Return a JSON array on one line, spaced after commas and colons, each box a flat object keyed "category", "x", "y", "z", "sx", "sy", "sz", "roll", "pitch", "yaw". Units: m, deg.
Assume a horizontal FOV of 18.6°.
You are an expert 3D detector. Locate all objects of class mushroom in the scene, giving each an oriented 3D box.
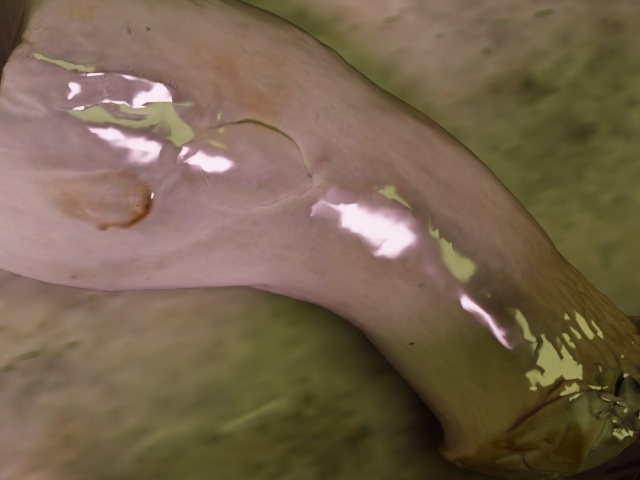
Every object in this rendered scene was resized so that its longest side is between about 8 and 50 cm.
[{"category": "mushroom", "x": 0.002, "y": -0.003, "z": 0.550, "sx": 0.223, "sy": 0.081, "sz": 0.092, "roll": 27, "pitch": 64, "yaw": -22}]

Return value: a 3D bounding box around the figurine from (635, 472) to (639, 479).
[{"category": "figurine", "x": 0.063, "y": 0.185, "z": 0.505, "sx": 0.382, "sy": 0.224, "sz": 0.205, "roll": -26, "pitch": 92, "yaw": -11}]
